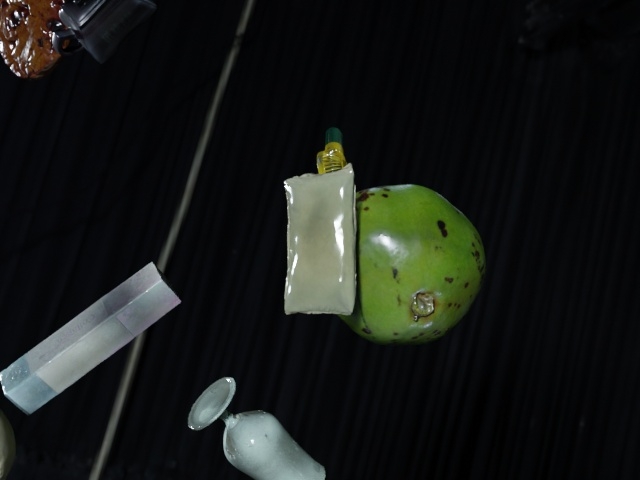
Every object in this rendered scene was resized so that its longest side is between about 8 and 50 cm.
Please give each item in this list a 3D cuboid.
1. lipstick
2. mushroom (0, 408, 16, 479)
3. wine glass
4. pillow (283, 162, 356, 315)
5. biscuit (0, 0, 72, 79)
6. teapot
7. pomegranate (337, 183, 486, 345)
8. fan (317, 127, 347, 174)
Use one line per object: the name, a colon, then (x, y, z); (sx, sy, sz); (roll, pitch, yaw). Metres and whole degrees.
lipstick: (-0.383, 0.162, 1.768); (0.068, 0.317, 0.066); (54, -2, -37)
mushroom: (-0.550, 0.324, 1.488); (0.246, 0.202, 0.246); (-13, -37, -10)
wine glass: (-0.096, 0.327, 1.691); (0.231, 0.103, 0.103); (46, -24, -21)
pillow: (0.000, 0.000, 1.461); (0.119, 0.208, 0.053); (-4, -5, 39)
biscuit: (-0.480, -0.362, 1.771); (0.192, 0.192, 0.049); (6, 11, 37)
teapot: (-0.317, -0.332, 1.514); (0.087, 0.177, 0.096); (49, 7, 17)
pomegranate: (0.114, 0.027, 1.588); (0.254, 0.254, 0.270); (21, 31, -29)
fan: (0.026, -0.147, 1.887); (0.039, 0.155, 0.082); (-16, -48, 16)
